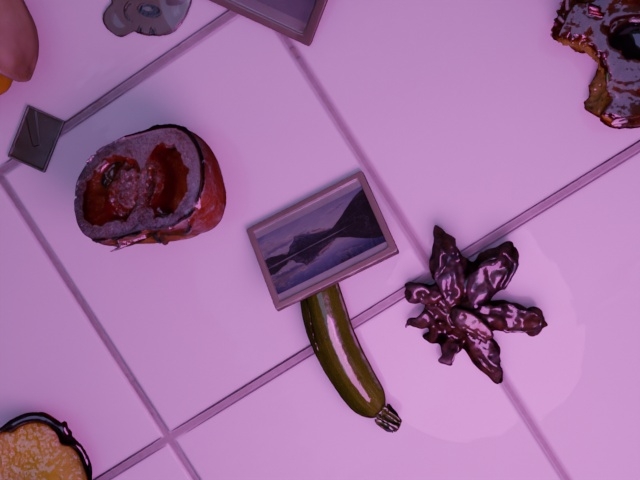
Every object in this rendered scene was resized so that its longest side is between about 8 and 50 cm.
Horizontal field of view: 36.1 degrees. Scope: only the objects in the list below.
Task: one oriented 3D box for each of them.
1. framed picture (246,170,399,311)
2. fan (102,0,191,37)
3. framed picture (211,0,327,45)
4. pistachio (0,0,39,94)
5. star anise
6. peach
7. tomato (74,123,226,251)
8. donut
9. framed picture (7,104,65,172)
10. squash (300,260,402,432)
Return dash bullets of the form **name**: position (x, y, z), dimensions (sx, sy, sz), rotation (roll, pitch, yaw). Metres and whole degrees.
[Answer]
- **framed picture**: position (0.000, 0.000, 1.472), dimensions (0.203, 0.015, 0.150), rotation (-26, 62, 8)
- **fan**: position (-0.220, -0.380, 1.498), dimensions (0.226, 0.008, 0.153), rotation (6, 96, 5)
- **framed picture**: position (-0.110, -0.431, 1.422), dimensions (0.289, 0.016, 0.213), rotation (25, 125, 0)
- **pistachio**: position (-0.555, -0.338, 1.427), dimensions (0.229, 0.230, 0.309), rotation (-30, 101, 8)
- **star anise**: position (0.232, 0.099, 1.455), dimensions (0.220, 0.099, 0.214), rotation (26, 107, 3)
- **peach**: position (-0.465, 0.401, 1.567), dimensions (0.189, 0.068, 0.279), rotation (25, 95, -5)
- **tomato**: position (-0.233, -0.062, 1.454), dimensions (0.214, 0.155, 0.181), rotation (-8, 75, 20)
- **donut**: position (0.443, -0.280, 1.398), dimensions (0.216, 0.096, 0.230), rotation (-41, 90, 6)
- **framed picture**: position (-0.446, -0.160, 1.542), dimensions (0.066, 0.006, 0.089), rotation (23, 97, 4)
- **squash**: position (0.026, 0.152, 1.492), dimensions (0.080, 0.071, 0.319), rotation (-24, 89, 27)
